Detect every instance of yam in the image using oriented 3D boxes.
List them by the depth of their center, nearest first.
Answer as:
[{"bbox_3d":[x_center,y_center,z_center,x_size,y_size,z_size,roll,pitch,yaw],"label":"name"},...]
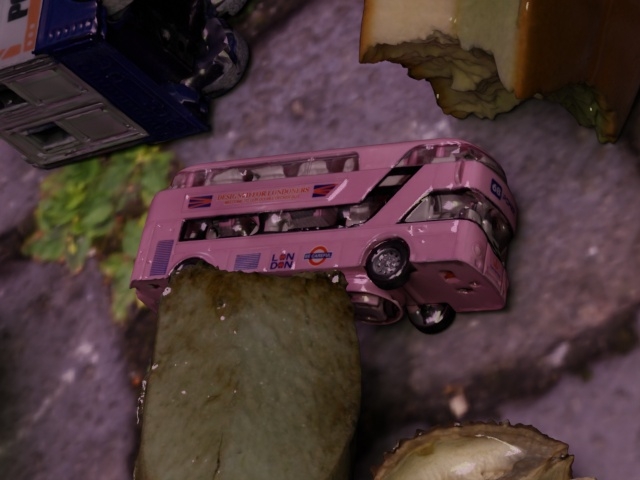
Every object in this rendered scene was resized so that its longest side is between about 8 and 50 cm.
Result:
[{"bbox_3d":[-0.038,0.131,0.847,0.106,0.106,0.259,-2,76,29],"label":"yam"}]

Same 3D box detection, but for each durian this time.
[{"bbox_3d":[0.061,0.147,0.826,0.110,0.071,0.140,28,53,25],"label":"durian"}]

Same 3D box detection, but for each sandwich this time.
[{"bbox_3d":[0.121,-0.148,0.964,0.108,0.220,0.186,13,105,33],"label":"sandwich"}]

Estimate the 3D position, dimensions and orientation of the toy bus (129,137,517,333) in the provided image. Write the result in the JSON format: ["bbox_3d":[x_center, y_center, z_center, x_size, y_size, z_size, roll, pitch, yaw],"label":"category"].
[{"bbox_3d":[0.000,0.000,0.964,0.203,0.063,0.090,-4,59,29],"label":"toy bus"}]

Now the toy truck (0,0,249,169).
[{"bbox_3d":[-0.131,-0.190,1.122,0.155,0.124,0.268,-14,56,28],"label":"toy truck"}]
